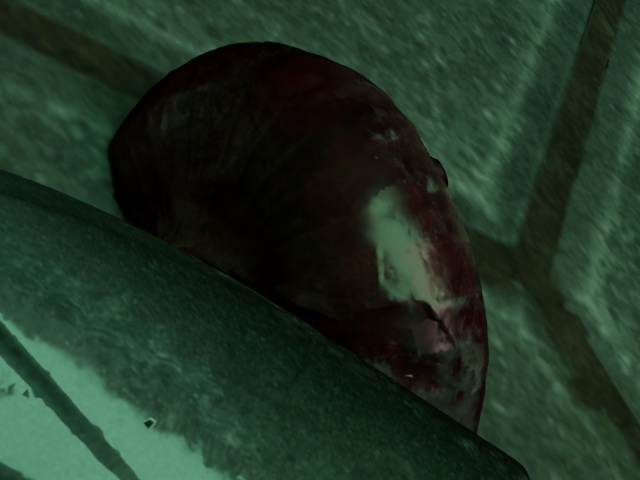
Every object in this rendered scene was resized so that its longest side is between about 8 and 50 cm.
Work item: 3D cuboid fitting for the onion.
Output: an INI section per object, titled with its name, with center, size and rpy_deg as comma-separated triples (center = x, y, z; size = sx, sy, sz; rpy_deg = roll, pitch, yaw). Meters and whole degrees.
[onion]
center = 0.000, 0.000, 0.696
size = 0.151, 0.098, 0.206
rpy_deg = -1, 57, -55

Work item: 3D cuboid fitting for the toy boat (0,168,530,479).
[toy boat]
center = -0.064, 0.060, 0.559
size = 0.319, 0.092, 0.141
rpy_deg = 34, 33, -12
